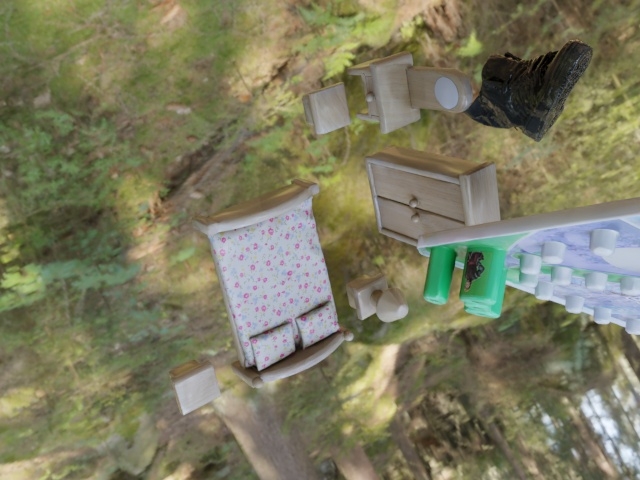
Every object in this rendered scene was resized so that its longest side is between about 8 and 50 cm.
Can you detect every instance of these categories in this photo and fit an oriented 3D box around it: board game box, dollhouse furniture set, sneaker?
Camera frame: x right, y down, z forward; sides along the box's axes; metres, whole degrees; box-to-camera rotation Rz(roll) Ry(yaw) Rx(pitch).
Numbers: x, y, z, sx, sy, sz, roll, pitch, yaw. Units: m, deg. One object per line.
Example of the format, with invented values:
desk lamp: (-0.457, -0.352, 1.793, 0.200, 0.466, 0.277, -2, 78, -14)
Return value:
board game box: (0.321, 0.057, 0.438, 0.390, 0.050, 0.390, 19, 166, -27)
dollhouse furniture set: (0.000, 0.000, 0.719, 0.355, 0.303, 0.174, -25, -154, -27)
sneaker: (0.186, -0.146, 0.651, 0.051, 0.089, 0.170, -47, 164, -11)
